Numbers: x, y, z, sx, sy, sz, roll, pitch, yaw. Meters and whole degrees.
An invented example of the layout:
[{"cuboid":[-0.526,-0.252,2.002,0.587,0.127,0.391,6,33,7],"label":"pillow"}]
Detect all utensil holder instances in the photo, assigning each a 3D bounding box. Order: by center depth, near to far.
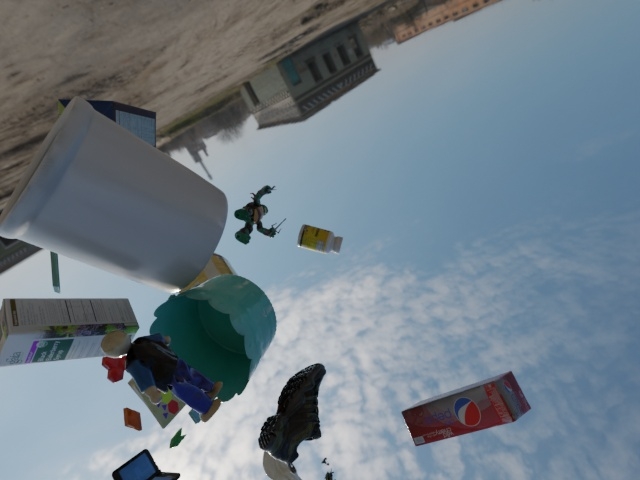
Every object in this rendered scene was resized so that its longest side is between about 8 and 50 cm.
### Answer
[{"cuboid":[-0.465,-0.081,0.965,0.327,0.385,0.328,-27,-133,33],"label":"utensil holder"}]

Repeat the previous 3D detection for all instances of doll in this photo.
[{"cuboid":[-0.224,0.187,0.585,0.046,0.189,0.129,-42,-157,9],"label":"doll"}]

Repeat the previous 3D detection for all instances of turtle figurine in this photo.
[{"cuboid":[-0.207,-0.084,1.369,0.118,0.176,0.234,-7,-161,23],"label":"turtle figurine"}]

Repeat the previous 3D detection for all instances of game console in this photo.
[{"cuboid":[-0.495,0.673,1.177,0.123,0.086,0.144,-7,179,17],"label":"game console"}]

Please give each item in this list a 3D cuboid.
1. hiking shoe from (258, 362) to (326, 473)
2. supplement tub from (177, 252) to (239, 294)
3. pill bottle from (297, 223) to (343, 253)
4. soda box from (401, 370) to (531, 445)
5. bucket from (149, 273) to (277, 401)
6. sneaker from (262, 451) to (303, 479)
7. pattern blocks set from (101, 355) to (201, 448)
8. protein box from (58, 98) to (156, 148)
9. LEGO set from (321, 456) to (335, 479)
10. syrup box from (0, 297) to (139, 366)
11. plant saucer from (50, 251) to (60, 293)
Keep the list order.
[{"cuboid":[-0.040,0.381,0.905,0.086,0.114,0.227,-28,-162,49],"label":"hiking shoe"},{"cuboid":[-0.405,0.211,1.555,0.240,0.241,0.331,-33,-145,-13],"label":"supplement tub"},{"cuboid":[0.000,0.000,1.106,0.116,0.065,0.065,15,-149,4],"label":"pill bottle"},{"cuboid":[0.313,0.376,0.907,0.092,0.084,0.263,-1,152,-44],"label":"soda box"},{"cuboid":[-0.252,0.226,1.007,0.280,0.282,0.183,-18,-170,23],"label":"bucket"},{"cuboid":[-0.142,0.894,1.592,0.212,0.094,0.080,28,-80,43],"label":"sneaker"},{"cuboid":[-0.474,0.439,1.211,0.026,0.325,0.285,-28,178,24],"label":"pattern blocks set"},{"cuboid":[-0.665,-0.358,1.297,0.199,0.136,0.201,6,-171,12],"label":"protein box"},{"cuboid":[0.020,0.660,1.156,0.023,0.054,0.083,-28,-120,13],"label":"LEGO set"},{"cuboid":[-0.514,0.181,0.838,0.096,0.236,0.093,50,-64,33],"label":"syrup box"},{"cuboid":[-0.795,0.060,1.226,0.018,0.192,0.067,-7,157,-30],"label":"plant saucer"}]
